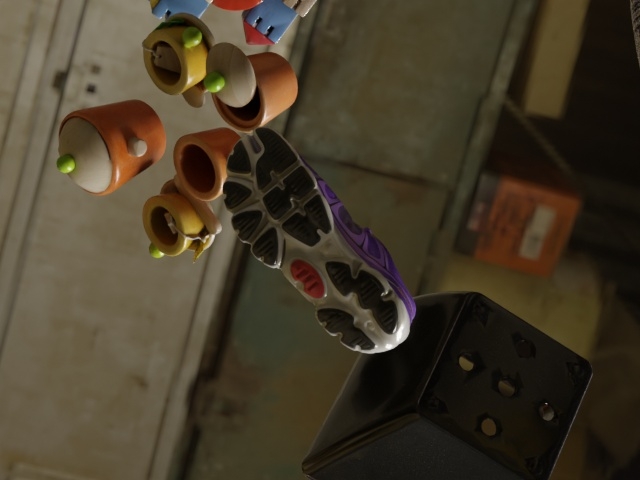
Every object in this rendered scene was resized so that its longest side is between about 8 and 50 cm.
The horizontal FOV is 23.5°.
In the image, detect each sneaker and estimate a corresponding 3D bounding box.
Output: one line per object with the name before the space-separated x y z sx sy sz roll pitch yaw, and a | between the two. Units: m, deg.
sneaker | 0.000 0.000 1.015 0.068 0.170 0.071 -36 180 23

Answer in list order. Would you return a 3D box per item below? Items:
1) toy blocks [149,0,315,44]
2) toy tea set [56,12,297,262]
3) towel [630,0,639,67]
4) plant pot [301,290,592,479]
toy blocks | -0.128 -0.356 1.747 0.261 0.381 0.191 -52 -164 12
toy tea set | -0.163 -0.110 1.582 0.124 0.200 0.336 -28 164 -41
towel | 0.383 -0.229 1.404 0.056 0.324 0.312 -28 -125 45
plant pot | 0.126 0.149 1.319 0.188 0.187 0.167 -61 -173 -30
